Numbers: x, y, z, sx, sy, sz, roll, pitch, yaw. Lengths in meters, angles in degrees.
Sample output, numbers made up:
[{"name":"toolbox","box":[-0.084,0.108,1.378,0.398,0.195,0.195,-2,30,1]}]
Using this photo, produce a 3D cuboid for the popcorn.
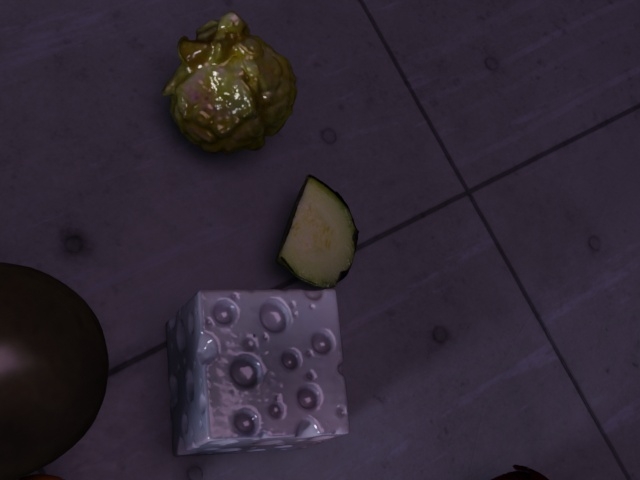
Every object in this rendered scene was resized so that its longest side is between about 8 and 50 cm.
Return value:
[{"name":"popcorn","box":[-0.160,-0.284,1.914,0.259,0.212,0.259,1,100,8]}]

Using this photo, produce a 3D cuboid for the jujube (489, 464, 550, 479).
[{"name":"jujube","box":[0.298,0.563,1.826,0.377,0.258,0.258,-34,88,-23]}]

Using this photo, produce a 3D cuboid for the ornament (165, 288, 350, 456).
[{"name":"ornament","box":[-0.111,0.222,1.755,0.240,0.240,0.239,1,73,-21]}]

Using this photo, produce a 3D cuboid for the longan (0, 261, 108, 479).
[{"name":"longan","box":[-0.495,0.201,1.570,0.361,0.361,0.361,7,71,-21]}]

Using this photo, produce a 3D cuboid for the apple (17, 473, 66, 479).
[{"name":"apple","box":[-0.432,0.440,1.614,0.163,0.139,0.163,11,71,-33]}]

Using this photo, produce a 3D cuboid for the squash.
[{"name":"squash","box":[-0.019,-0.001,1.970,0.184,0.085,0.192,40,61,-39]}]
